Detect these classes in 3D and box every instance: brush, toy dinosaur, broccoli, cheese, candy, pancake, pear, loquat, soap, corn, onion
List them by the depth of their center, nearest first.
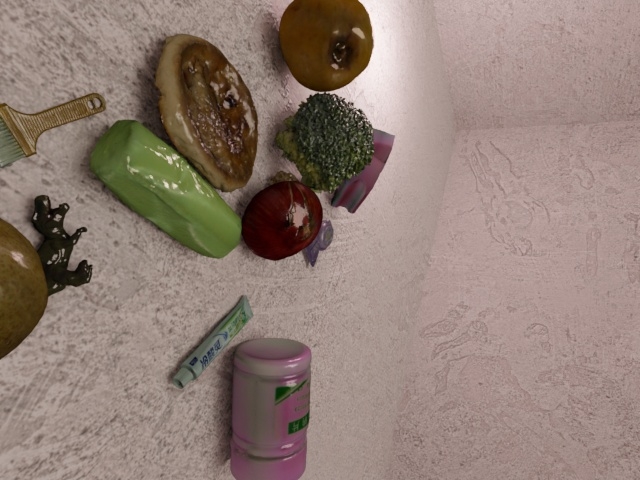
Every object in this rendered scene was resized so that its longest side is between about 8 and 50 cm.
[{"bbox_3d":[-0.447,0.065,0.483,0.211,0.188,0.228,15,79,-45],"label":"pear"},{"bbox_3d":[-0.459,0.029,0.645,0.179,0.087,0.187,-2,79,-25],"label":"toy dinosaur"},{"bbox_3d":[-0.434,-0.195,0.663,0.218,0.010,0.082,-53,137,-47],"label":"brush"},{"bbox_3d":[-0.285,-0.089,0.825,0.142,0.132,0.343,-61,145,-15],"label":"candy"},{"bbox_3d":[-0.235,-0.282,0.926,0.356,0.065,0.356,-9,90,-70],"label":"pancake"},{"bbox_3d":[-0.095,-0.044,1.126,0.161,0.248,0.248,59,17,24],"label":"onion"},{"bbox_3d":[0.013,-0.563,1.178,0.275,0.275,0.274,-15,107,-60],"label":"loquat"},{"bbox_3d":[-0.007,-0.299,1.238,0.249,0.302,0.375,26,42,-38],"label":"broccoli"},{"bbox_3d":[-0.082,-0.134,1.253,0.211,0.087,0.087,48,53,-61],"label":"corn"},{"bbox_3d":[0.143,-0.249,1.443,0.324,0.109,0.192,120,-12,-65],"label":"soap"},{"bbox_3d":[0.000,0.000,1.453,0.191,0.042,0.105,-56,138,-39],"label":"cheese"}]

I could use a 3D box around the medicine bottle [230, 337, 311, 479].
[{"bbox_3d":[-0.131,0.445,1.103,0.212,0.212,0.325,-3,96,-61],"label":"medicine bottle"}]

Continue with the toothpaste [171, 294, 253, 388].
[{"bbox_3d":[-0.254,0.246,1.025,0.297,0.048,0.074,-49,132,-53],"label":"toothpaste"}]
